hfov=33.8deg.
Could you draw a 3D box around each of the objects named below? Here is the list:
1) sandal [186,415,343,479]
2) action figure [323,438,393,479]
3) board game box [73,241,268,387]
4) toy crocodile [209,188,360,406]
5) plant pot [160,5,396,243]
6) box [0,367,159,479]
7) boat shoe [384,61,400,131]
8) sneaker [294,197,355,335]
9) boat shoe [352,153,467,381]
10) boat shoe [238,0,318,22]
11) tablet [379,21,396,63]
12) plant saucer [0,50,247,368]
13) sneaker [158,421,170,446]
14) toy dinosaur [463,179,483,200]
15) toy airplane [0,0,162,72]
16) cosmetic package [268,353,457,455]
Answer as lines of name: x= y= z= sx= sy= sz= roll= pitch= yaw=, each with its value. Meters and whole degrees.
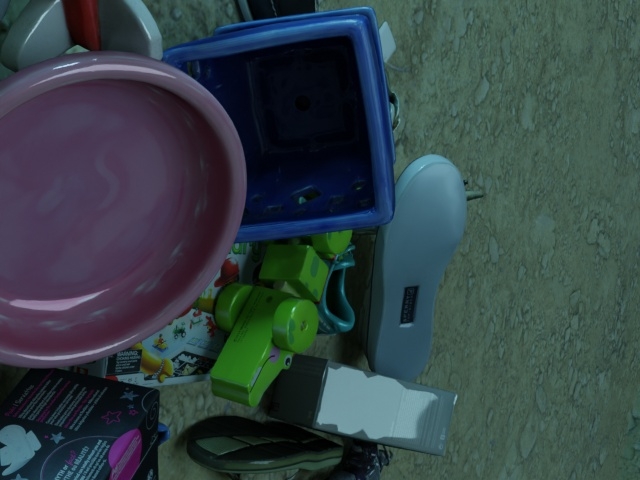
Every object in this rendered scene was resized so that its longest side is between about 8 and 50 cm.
sandal: x=-0.065 y=0.299 z=1.409 sx=0.303 sy=0.120 sz=0.086 roll=21 pitch=93 yaw=-57
action figure: x=0.042 y=0.384 z=1.603 sx=0.285 sy=0.099 sz=0.185 roll=-27 pitch=111 yaw=-56
board game box: x=-0.162 y=0.072 z=1.262 sx=0.305 sy=0.053 sz=0.193 roll=3 pitch=93 yaw=-57
toy crocodile: x=-0.035 y=0.049 z=1.296 sx=0.105 sy=0.115 sz=0.340 roll=52 pitch=52 yaw=-47
plant pot: x=-0.031 y=-0.148 z=1.234 sx=0.212 sy=0.236 sz=0.236 roll=-67 pitch=149 yaw=-65
box: x=-0.261 y=0.257 z=0.988 sx=0.247 sy=0.142 sz=0.163 roll=-61 pitch=160 yaw=-59
boat shoe: x=0.051 y=-0.165 z=1.444 sx=0.113 sy=0.103 sz=0.302 roll=-59 pitch=155 yaw=-17
sneaker: x=0.000 y=0.000 z=1.442 sx=0.107 sy=0.110 sz=0.275 roll=-31 pitch=121 yaw=-50
boat shoe: x=0.120 y=0.027 z=1.603 sx=0.136 sy=0.156 sz=0.367 roll=-4 pitch=116 yaw=-21
boat shoe: x=-0.037 y=-0.377 z=1.302 sx=0.127 sy=0.113 sz=0.340 roll=-38 pitch=127 yaw=-48
tablet: x=0.091 y=-0.290 z=1.614 sx=0.083 sy=0.006 sz=0.054 roll=-59 pitch=140 yaw=-32
plant saucer: x=-0.232 y=-0.032 z=1.009 sx=0.332 sy=0.084 sz=0.332 roll=-20 pitch=130 yaw=-26
sneaker: x=-0.223 y=0.250 z=1.202 sx=0.135 sy=0.058 sz=0.052 roll=-50 pitch=135 yaw=-38
toy dinosaur: x=0.218 y=-0.038 z=1.816 sx=0.268 sy=0.064 sz=0.118 roll=-56 pitch=145 yaw=-37
toy airplane: x=-0.202 y=-0.323 z=0.918 sx=0.384 sy=0.272 sz=0.386 roll=21 pitch=79 yaw=-57
cosmetic package: x=0.060 y=0.234 z=1.498 sx=0.238 sy=0.127 sz=0.107 roll=22 pitch=78 yaw=-33
